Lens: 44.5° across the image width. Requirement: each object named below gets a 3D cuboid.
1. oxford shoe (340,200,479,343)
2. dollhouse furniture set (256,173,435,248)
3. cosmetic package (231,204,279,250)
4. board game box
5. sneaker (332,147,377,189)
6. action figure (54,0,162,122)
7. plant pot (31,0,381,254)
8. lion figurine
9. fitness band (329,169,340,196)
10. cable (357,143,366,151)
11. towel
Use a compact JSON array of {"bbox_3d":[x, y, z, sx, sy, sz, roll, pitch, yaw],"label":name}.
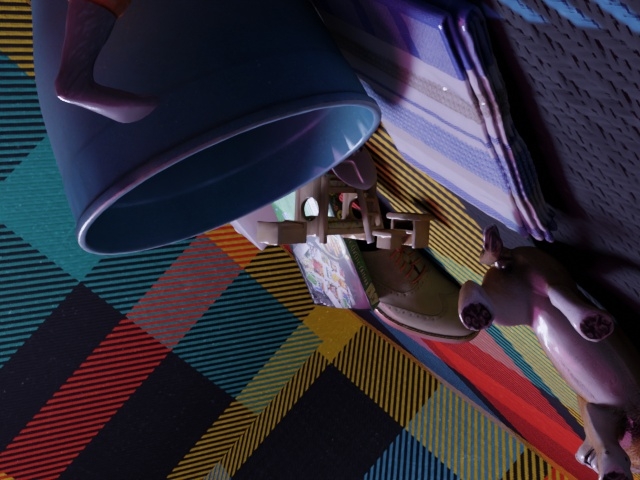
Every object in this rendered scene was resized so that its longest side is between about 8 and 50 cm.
[{"bbox_3d":[0.127,0.054,1.321,0.348,0.123,0.130,29,147,6],"label":"oxford shoe"},{"bbox_3d":[0.036,-0.044,1.044,0.160,0.101,0.181,7,-173,41],"label":"dollhouse furniture set"},{"bbox_3d":[-0.211,-0.142,1.864,0.197,0.155,0.365,39,174,24],"label":"cosmetic package"},{"bbox_3d":[0.000,0.000,1.288,0.136,0.030,0.260,5,125,44],"label":"board game box"},{"bbox_3d":[0.019,-0.129,1.051,0.152,0.054,0.061,43,-170,5],"label":"sneaker"},{"bbox_3d":[-0.166,-0.269,0.412,0.341,0.178,0.330,97,154,-75],"label":"action figure"},{"bbox_3d":[-0.122,-0.160,0.674,0.272,0.271,0.255,88,158,-82],"label":"plant pot"},{"bbox_3d":[0.269,0.111,0.822,0.392,0.142,0.240,57,-163,-12],"label":"lion figurine"},{"bbox_3d":[-0.067,-0.158,1.335,0.209,0.054,0.291,37,174,35],"label":"fitness band"},{"bbox_3d":[-0.011,-0.178,0.917,0.184,0.047,0.150,39,179,-1],"label":"cable"},{"bbox_3d":[0.094,-0.122,0.669,0.209,0.034,0.285,39,172,42],"label":"towel"}]
